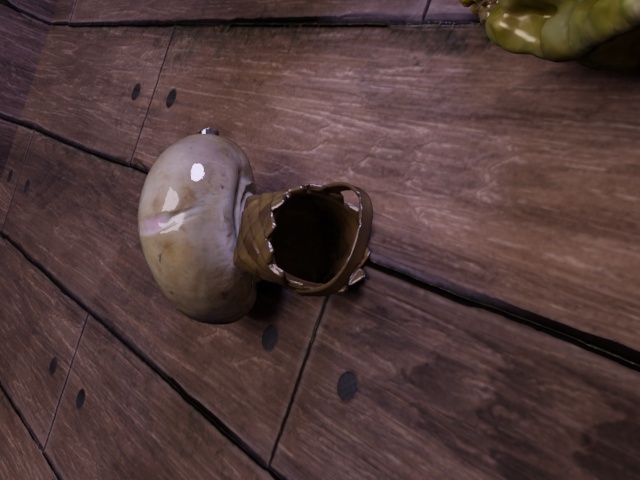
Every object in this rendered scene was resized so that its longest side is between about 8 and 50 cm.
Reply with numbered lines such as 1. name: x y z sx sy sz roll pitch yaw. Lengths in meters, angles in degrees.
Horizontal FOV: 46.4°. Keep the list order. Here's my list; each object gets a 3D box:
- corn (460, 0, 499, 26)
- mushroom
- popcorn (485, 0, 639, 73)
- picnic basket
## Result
1. corn: 0.203 -0.369 0.768 0.097 0.097 0.320 5 79 51
2. mushroom: -0.137 -0.021 0.959 0.184 0.255 0.255 0 73 15
3. popcorn: 0.233 -0.273 0.552 0.312 0.312 0.312 -21 61 45
4. picnic basket: 0.000 0.000 0.831 0.178 0.137 0.128 -12 66 54
